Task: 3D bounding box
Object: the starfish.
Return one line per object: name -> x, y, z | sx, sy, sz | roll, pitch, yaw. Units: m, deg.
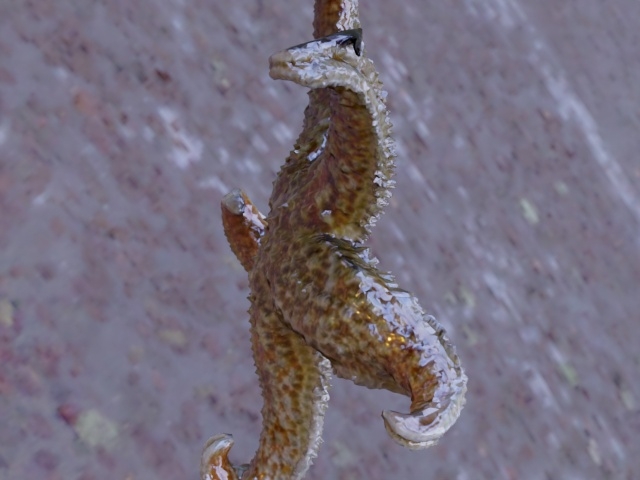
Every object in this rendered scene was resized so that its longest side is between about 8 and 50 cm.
starfish -> -0.002, 0.000, 0.845 | 0.113, 0.303, 0.312 | 3, 45, -16
